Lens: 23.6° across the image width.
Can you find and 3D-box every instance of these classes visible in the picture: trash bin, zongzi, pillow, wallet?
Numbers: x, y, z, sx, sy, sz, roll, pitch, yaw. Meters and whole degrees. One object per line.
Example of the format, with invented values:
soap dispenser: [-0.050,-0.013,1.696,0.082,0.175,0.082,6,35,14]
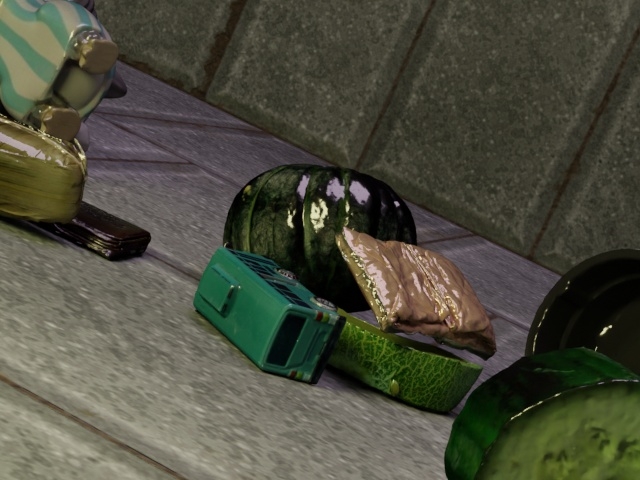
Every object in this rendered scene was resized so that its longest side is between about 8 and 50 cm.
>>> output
trash bin: [0.385,0.151,1.663,0.262,0.277,0.217,27,6,-39]
zongzi: [-0.340,-0.078,1.515,0.194,0.099,0.197,20,5,11]
pillow: [0.106,0.055,1.599,0.232,0.043,0.126,18,38,-51]
wallet: [-0.300,-0.044,1.666,0.232,0.031,0.122,27,7,10]

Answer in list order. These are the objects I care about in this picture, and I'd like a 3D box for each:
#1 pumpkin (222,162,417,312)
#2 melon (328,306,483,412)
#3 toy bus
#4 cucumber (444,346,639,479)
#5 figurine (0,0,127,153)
pumpkin: [0.000,0.000,1.707,0.220,0.162,0.220,9,-8,1]
melon: [0.055,0.116,1.590,0.209,0.064,0.118,25,9,17]
toy bus: [-0.056,0.068,1.504,0.091,0.079,0.160,18,12,-37]
cucumber: [0.207,0.178,1.258,0.191,0.191,0.130,22,0,-16]
figurine: [-0.348,-0.255,2.083,0.361,0.266,0.377,36,13,28]
